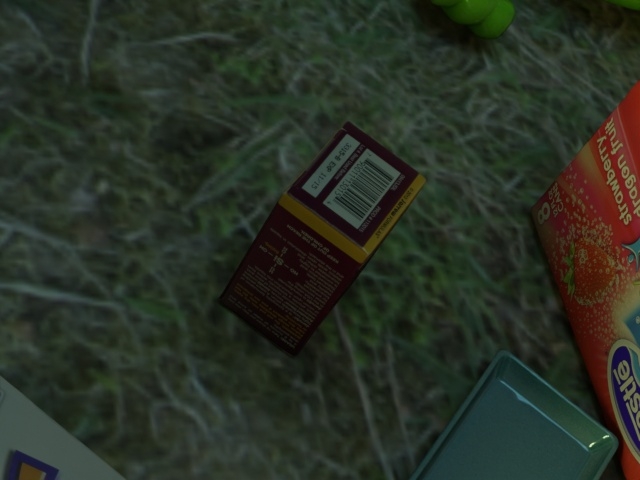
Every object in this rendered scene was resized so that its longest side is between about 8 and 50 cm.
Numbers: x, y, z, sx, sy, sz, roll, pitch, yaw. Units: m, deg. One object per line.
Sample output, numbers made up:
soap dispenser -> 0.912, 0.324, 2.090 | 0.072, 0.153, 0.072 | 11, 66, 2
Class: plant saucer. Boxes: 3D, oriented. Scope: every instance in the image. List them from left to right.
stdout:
plant saucer -> 0.055, 0.124, 0.623 | 0.067, 0.018, 0.192 | 39, 49, 4

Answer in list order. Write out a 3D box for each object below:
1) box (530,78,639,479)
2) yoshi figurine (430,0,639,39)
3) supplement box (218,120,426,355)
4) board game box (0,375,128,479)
box -> 0.204, 0.056, 0.673 | 0.123, 0.128, 0.257 | 1, 57, -26
yoshi figurine -> 0.103, -0.228, 0.794 | 0.362, 0.203, 0.203 | 24, 56, -5
supplement box -> 0.000, 0.000, 0.641 | 0.043, 0.083, 0.055 | 36, 48, 2
board game box -> -0.144, 0.098, 0.534 | 0.259, 0.039, 0.124 | 40, 49, 2
